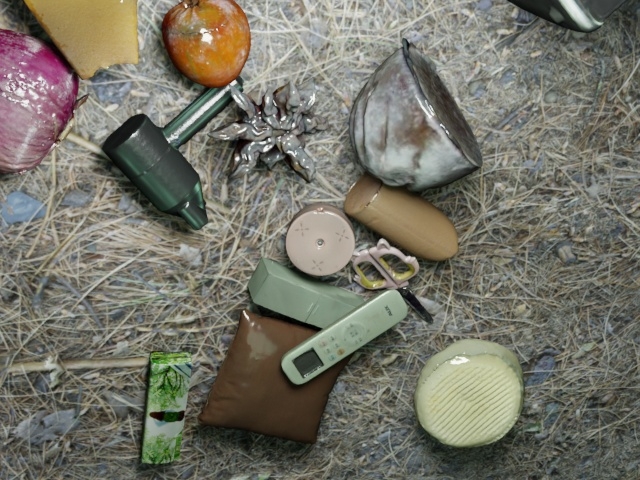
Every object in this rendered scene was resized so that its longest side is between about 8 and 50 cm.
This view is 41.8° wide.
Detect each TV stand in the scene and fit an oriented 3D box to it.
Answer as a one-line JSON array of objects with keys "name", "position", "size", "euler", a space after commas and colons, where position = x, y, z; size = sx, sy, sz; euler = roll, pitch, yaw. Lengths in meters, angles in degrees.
[{"name": "TV stand", "position": [-0.024, 0.133, 1.887], "size": [0.270, 0.088, 0.082], "euler": [22, 107, -22]}]

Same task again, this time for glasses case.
[{"name": "glasses case", "position": [-0.357, 0.385, 1.929], "size": [0.095, 0.062, 0.272], "euler": [3, 114, -16]}]

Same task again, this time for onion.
[{"name": "onion", "position": [-0.611, -0.269, 1.507], "size": [0.349, 0.159, 0.267], "euler": [30, 101, -26]}]

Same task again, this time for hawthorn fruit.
[{"name": "hawthorn fruit", "position": [-0.208, -0.373, 1.564], "size": [0.173, 0.173, 0.172], "euler": [-6, 115, -12]}]

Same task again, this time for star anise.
[{"name": "star anise", "position": [-0.091, -0.225, 1.666], "size": [0.283, 0.129, 0.212], "euler": [-3, 113, -30]}]

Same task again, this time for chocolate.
[{"name": "chocolate", "position": [0.168, -0.223, 1.692], "size": [0.213, 0.303, 0.303], "euler": [-31, 119, 20]}]

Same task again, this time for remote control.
[{"name": "remote control", "position": [0.052, 0.211, 1.868], "size": [0.310, 0.038, 0.090], "euler": [-32, 117, -4]}]

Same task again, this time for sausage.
[{"name": "sausage", "position": [0.184, -0.048, 1.840], "size": [0.253, 0.123, 0.123], "euler": [32, 103, -25]}]

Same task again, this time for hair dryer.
[{"name": "hair dryer", "position": [-0.242, -0.192, 1.680], "size": [0.302, 0.116, 0.244], "euler": [-42, 120, -2]}]

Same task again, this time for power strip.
[{"name": "power strip", "position": [0.000, 0.000, 1.819], "size": [0.154, 0.078, 0.154], "euler": [0, 106, 0]}]

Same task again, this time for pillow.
[{"name": "pillow", "position": [-0.094, 0.320, 1.942], "size": [0.306, 0.108, 0.307], "euler": [16, 108, -22]}]

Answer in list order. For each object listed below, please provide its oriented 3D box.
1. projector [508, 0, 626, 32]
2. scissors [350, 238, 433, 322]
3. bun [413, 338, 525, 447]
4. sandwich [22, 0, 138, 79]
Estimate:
[{"name": "projector", "position": [0.361, -0.598, 1.473], "size": [0.242, 0.405, 0.395], "euler": [-45, 118, 9]}, {"name": "scissors", "position": [0.182, 0.105, 1.943], "size": [0.160, 0.024, 0.317], "euler": [-20, 132, 26]}, {"name": "bun", "position": [0.362, 0.369, 2.068], "size": [0.288, 0.146, 0.287], "euler": [0, 106, -1]}, {"name": "sandwich", "position": [-0.442, -0.393, 1.520], "size": [0.220, 0.108, 0.186], "euler": [-1, 113, -17]}]
